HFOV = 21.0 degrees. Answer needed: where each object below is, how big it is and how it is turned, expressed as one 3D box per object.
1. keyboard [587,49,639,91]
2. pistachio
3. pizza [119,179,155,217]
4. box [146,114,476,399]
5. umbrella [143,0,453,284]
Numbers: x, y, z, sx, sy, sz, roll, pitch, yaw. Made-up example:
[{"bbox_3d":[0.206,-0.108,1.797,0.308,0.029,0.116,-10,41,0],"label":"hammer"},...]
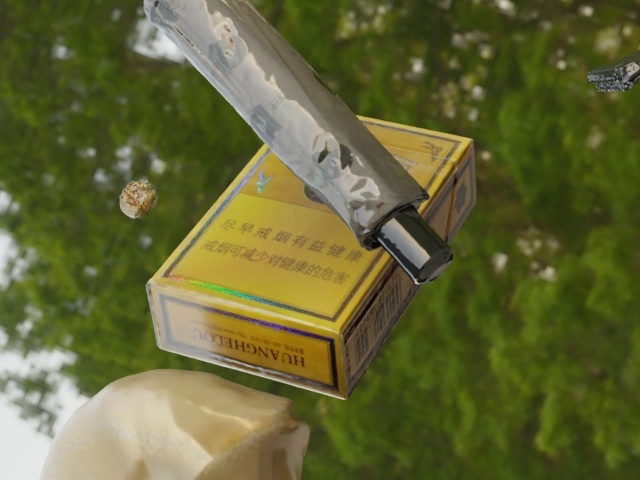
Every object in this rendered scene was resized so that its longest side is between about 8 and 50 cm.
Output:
[{"bbox_3d":[0.212,-0.118,1.134,0.060,0.018,0.195,-29,3,6],"label":"keyboard"},{"bbox_3d":[-0.113,0.211,1.394,0.230,0.230,0.309,-63,-1,-19],"label":"pistachio"},{"bbox_3d":[-0.180,-0.043,1.691,0.016,0.037,0.083,62,-176,-25],"label":"pizza"},{"bbox_3d":[0.000,0.000,1.591,0.301,0.193,0.084,-54,-31,-43],"label":"box"},{"bbox_3d":[-0.016,-0.096,1.394,0.073,0.337,0.067,-28,-19,-45],"label":"umbrella"}]
